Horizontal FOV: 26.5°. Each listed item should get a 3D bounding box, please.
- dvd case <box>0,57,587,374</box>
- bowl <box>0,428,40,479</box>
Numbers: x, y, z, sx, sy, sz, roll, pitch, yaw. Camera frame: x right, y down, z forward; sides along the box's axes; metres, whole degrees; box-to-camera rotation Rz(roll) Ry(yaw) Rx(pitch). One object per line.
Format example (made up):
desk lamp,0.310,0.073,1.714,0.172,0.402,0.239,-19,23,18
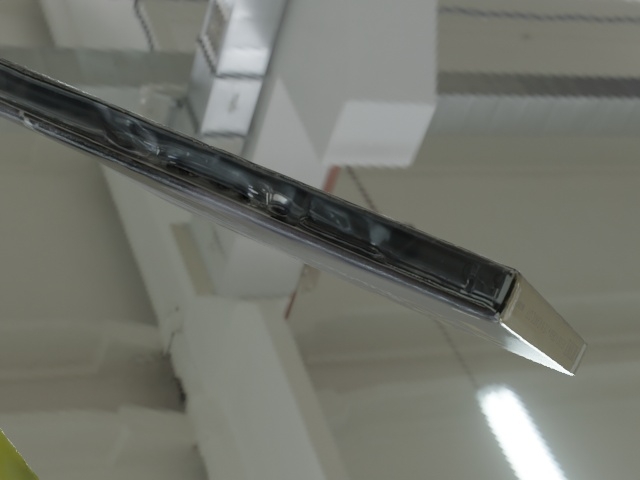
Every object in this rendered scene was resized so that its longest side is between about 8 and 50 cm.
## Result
dvd case,0.000,0.000,0.441,0.165,0.018,0.221,23,178,17
bowl,-0.181,0.217,0.698,0.156,0.289,0.289,-35,-119,-17
